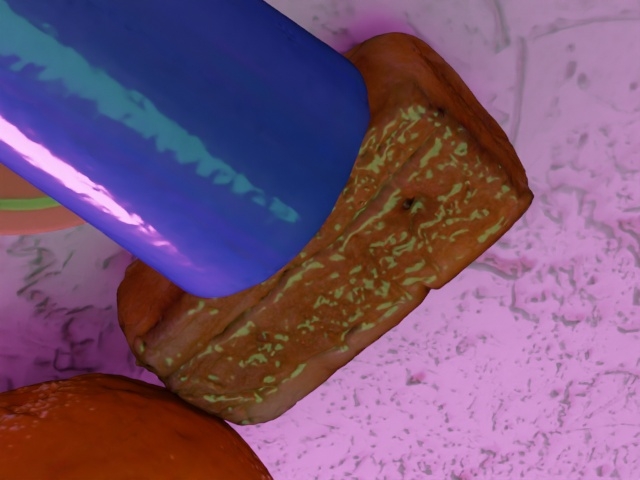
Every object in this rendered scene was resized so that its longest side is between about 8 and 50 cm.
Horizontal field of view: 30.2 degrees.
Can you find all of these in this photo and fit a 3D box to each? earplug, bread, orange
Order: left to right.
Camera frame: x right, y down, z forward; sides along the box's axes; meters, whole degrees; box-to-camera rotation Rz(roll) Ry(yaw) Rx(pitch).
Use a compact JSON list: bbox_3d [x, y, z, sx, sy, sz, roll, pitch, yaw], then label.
[{"bbox_3d":[-0.118,-0.094,0.478,0.132,0.132,0.273,-44,127,16],"label":"earplug"},{"bbox_3d":[-0.184,0.243,0.846,0.341,0.340,0.293,-23,102,-3],"label":"orange"},{"bbox_3d":[0.000,0.000,0.842,0.294,0.132,0.167,-41,130,15],"label":"bread"}]

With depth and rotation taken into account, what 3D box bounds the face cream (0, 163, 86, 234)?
[{"bbox_3d":[-0.166,-0.138,0.626,0.218,0.179,0.218,-11,131,-13],"label":"face cream"}]
